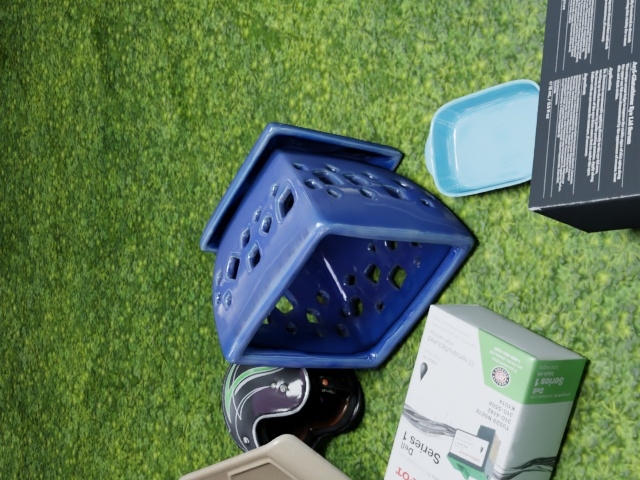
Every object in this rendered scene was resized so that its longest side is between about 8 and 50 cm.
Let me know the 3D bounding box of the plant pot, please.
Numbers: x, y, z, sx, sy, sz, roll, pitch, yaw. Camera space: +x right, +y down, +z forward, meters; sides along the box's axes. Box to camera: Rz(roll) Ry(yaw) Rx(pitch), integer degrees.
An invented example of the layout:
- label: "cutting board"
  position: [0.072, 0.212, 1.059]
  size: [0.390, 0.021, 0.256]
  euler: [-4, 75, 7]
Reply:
- label: "plant pot"
  position: [0.000, 0.000, 1.280]
  size: [0.236, 0.236, 0.212]
  euler: [-55, 45, 32]

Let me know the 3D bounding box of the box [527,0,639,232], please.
- label: "box"
  position: [0.304, -0.150, 0.991]
  size: [0.184, 0.103, 0.261]
  euler: [-8, 70, 52]

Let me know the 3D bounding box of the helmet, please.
- label: "helmet"
  position: [-0.048, 0.201, 1.372]
  size: [0.161, 0.169, 0.169]
  euler: [-37, 60, 23]

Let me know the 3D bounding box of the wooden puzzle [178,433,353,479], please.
- label: "wooden puzzle"
  position: [-0.039, 0.334, 1.346]
  size: [0.238, 0.221, 0.044]
  euler: [-33, 25, 41]

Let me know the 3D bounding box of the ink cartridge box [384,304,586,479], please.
- label: "ink cartridge box"
  position: [0.174, 0.199, 1.165]
  size: [0.160, 0.092, 0.219]
  euler: [26, 107, 47]

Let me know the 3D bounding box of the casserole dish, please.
- label: "casserole dish"
  position: [0.196, -0.112, 1.200]
  size: [0.188, 0.037, 0.114]
  euler: [-13, 78, 49]
